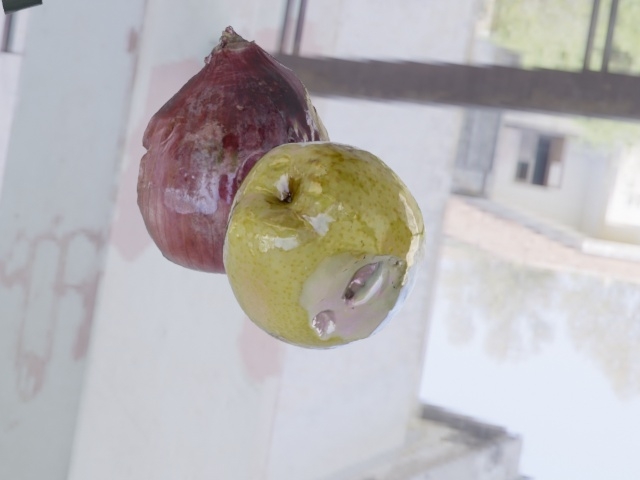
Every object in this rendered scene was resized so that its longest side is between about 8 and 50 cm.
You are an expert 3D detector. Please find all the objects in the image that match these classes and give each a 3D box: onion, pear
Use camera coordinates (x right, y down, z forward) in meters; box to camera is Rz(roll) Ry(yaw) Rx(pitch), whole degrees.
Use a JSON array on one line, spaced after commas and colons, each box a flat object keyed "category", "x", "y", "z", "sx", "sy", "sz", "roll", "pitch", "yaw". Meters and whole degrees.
[{"category": "onion", "x": -0.081, "y": -0.098, "z": 1.549, "sx": 0.227, "sy": 0.283, "sz": 0.120, "roll": -4, "pitch": -178, "yaw": -26}, {"category": "pear", "x": 0.000, "y": 0.000, "z": 1.138, "sx": 0.178, "sy": 0.178, "sz": 0.178, "roll": 9, "pitch": -179, "yaw": 0}]

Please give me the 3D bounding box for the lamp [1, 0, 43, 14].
[{"category": "lamp", "x": -0.304, "y": -0.276, "z": 1.472, "sx": 0.054, "sy": 0.041, "sz": 0.121, "roll": -8, "pitch": -141, "yaw": -6}]
